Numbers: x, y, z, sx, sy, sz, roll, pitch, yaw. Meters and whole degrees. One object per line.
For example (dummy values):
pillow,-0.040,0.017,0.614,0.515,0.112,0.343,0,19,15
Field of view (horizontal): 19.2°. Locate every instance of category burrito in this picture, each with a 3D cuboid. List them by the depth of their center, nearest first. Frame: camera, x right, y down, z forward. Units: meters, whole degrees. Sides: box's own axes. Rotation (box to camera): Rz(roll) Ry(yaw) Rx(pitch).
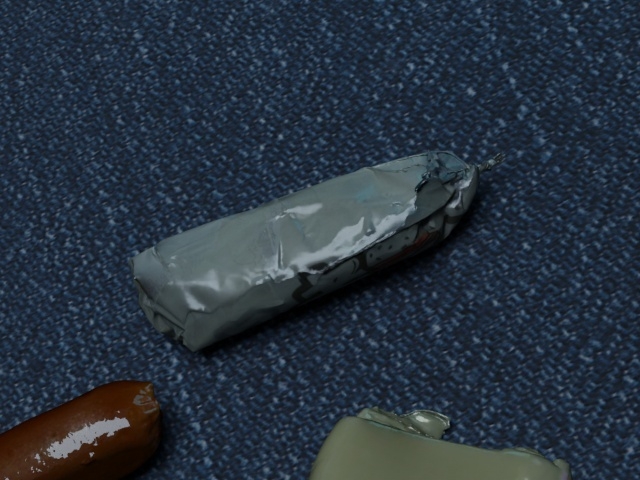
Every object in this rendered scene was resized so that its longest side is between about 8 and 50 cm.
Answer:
burrito,0.000,0.000,2.085,0.445,0.101,0.139,-20,51,7

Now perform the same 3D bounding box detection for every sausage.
sausage,-0.325,0.255,2.057,0.348,0.094,0.097,-26,42,6

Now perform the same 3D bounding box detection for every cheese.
cheese,0.114,0.266,1.869,0.266,0.127,0.233,15,64,24
